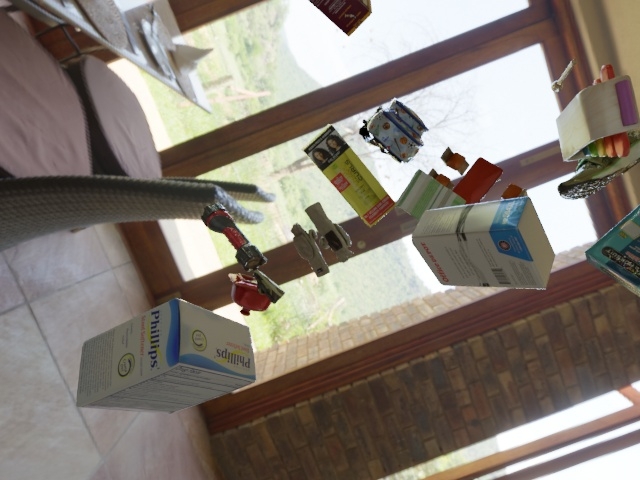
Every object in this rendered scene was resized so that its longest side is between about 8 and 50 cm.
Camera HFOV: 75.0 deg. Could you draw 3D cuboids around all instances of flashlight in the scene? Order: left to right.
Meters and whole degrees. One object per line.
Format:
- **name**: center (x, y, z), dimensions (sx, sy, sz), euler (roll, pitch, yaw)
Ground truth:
- **flashlight**: center (-0.321, -0.012, 1.500), dimensions (0.304, 0.103, 0.103), euler (47, -6, 33)

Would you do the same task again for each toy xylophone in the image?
- **toy xylophone**: center (0.641, -0.306, 1.003), dimensions (0.322, 0.081, 0.236), euler (-26, 105, -74)

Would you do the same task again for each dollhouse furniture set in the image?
- **dollhouse furniture set**: center (0.406, -0.114, 1.191), dimensions (0.262, 0.259, 0.135), euler (40, 11, 30)

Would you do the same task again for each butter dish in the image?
- **butter dish**: center (-0.222, 0.181, 1.319), dimensions (0.160, 0.159, 0.118), euler (20, -88, 69)

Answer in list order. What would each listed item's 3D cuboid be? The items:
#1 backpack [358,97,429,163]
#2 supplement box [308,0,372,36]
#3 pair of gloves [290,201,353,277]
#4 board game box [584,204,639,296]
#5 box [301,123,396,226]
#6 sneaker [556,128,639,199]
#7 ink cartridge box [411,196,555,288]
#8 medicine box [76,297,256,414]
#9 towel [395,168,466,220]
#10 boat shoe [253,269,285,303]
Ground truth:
- **backpack**: center (0.306, -0.424, 1.653), dimensions (0.276, 0.213, 0.263), euler (33, 29, -7)
- **supplement box**: center (0.023, -0.569, 0.936), dimensions (0.188, 0.080, 0.104), euler (27, 48, -33)
- **pair of gloves**: center (0.000, 0.000, 1.317), dimensions (0.204, 0.042, 0.240), euler (53, -36, 3)
- **board game box**: center (1.049, 0.010, 1.270), dimensions (0.079, 0.336, 0.254), euler (40, 10, -43)
- **box**: center (0.064, -0.142, 0.932), dimensions (0.232, 0.087, 0.058), euler (48, 6, -17)
- **sneaker**: center (0.923, -0.279, 1.399), dimensions (0.182, 0.410, 0.158), euler (56, -16, 22)
- **ink cartridge box**: center (0.294, 0.010, 0.766), dimensions (0.203, 0.086, 0.148), euler (-3, -46, 48)
- **medicine box**: center (-0.344, 0.283, 0.965), dimensions (0.263, 0.289, 0.149), euler (42, 28, -53)
- **towel**: center (0.278, -0.095, 1.053), dimensions (0.152, 0.113, 0.023), euler (34, -7, -2)
- **boat shoe**: center (-0.157, 0.130, 1.182), dimensions (0.056, 0.049, 0.152), euler (43, -9, -37)
